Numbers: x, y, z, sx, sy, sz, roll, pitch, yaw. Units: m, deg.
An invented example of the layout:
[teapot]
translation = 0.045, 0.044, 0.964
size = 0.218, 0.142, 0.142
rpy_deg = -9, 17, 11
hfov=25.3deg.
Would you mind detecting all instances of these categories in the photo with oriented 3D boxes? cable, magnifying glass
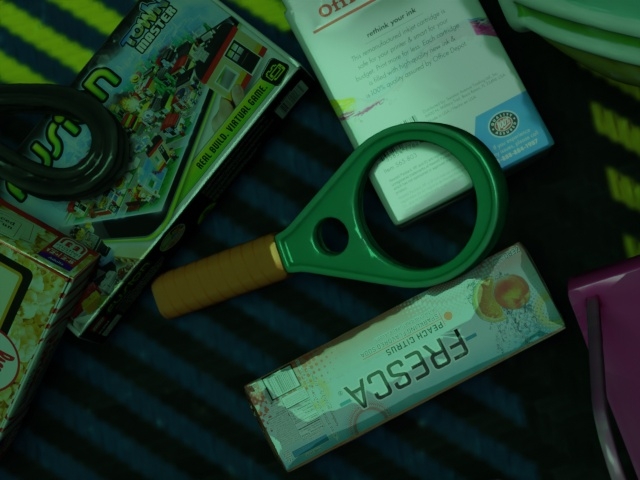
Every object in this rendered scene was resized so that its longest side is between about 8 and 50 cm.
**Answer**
[cable]
translation = -0.252, -0.073, 0.874
size = 0.287, 0.072, 0.140
rpy_deg = -3, 72, 7
[magnifying glass]
translation = 0.000, 0.000, 0.823
size = 0.231, 0.026, 0.092
rpy_deg = -20, 89, 28

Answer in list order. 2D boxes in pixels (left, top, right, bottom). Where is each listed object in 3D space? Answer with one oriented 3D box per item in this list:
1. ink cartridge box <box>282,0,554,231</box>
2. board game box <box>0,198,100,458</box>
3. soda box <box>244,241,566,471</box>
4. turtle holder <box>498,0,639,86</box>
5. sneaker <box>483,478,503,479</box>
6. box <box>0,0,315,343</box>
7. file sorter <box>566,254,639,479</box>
[ink cartridge box]
translation = 0.050, -0.109, 0.848
size = 0.104, 0.061, 0.181
rpy_deg = -27, 85, 4
[board game box]
translation = -0.244, 0.027, 0.824
size = 0.193, 0.045, 0.147
rpy_deg = 30, 113, 2
[soda box]
translation = 0.049, 0.068, 0.836
size = 0.183, 0.063, 0.058
rpy_deg = -27, 85, 4
[turtle holder]
translation = 0.212, -0.176, 0.774
size = 0.227, 0.320, 0.243
rpy_deg = -11, 42, 19
[sneaker]
translation = 0.044, 0.187, 0.821
size = 0.319, 0.112, 0.131
rpy_deg = 20, 72, 4
[box]
translation = -0.112, -0.053, 0.864
size = 0.114, 0.036, 0.207
rpy_deg = 39, 91, 18
[file sorter]
translation = 0.293, 0.095, 0.695
size = 0.290, 0.182, 0.202
rpy_deg = -19, 107, 15
